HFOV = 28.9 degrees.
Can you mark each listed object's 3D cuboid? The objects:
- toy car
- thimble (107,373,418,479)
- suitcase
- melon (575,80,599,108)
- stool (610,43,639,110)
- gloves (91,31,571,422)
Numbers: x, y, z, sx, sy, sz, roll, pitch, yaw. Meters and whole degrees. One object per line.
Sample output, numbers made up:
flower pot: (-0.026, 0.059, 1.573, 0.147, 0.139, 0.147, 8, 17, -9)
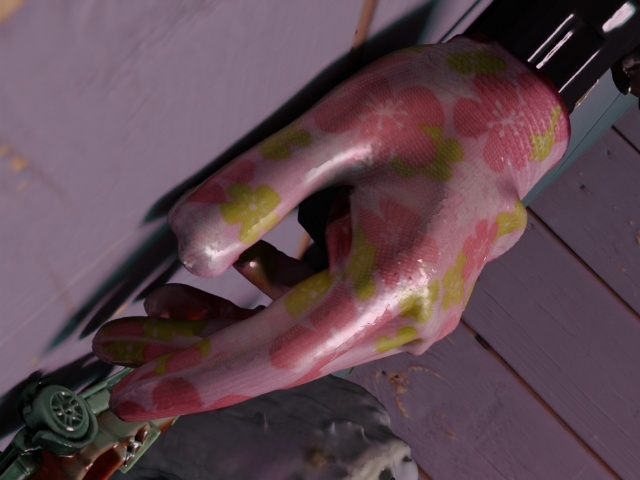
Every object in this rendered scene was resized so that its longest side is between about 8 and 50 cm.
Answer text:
toy car: (-0.111, 0.093, 0.616, 0.073, 0.054, 0.143, -47, 170, 24)
thimble: (-0.057, 0.191, 0.850, 0.172, 0.205, 0.250, -28, 180, -43)
suitcase: (0.120, -0.098, 0.748, 0.285, 0.066, 0.206, -46, 171, 13)
melon: (0.198, -0.157, 0.954, 0.182, 0.054, 0.098, -48, 156, 22)
stool: (0.279, -0.169, 0.872, 0.125, 0.121, 0.217, -25, 140, -45)
gloves: (0.009, 0.008, 0.574, 0.241, 0.126, 0.145, -48, 176, -18)
